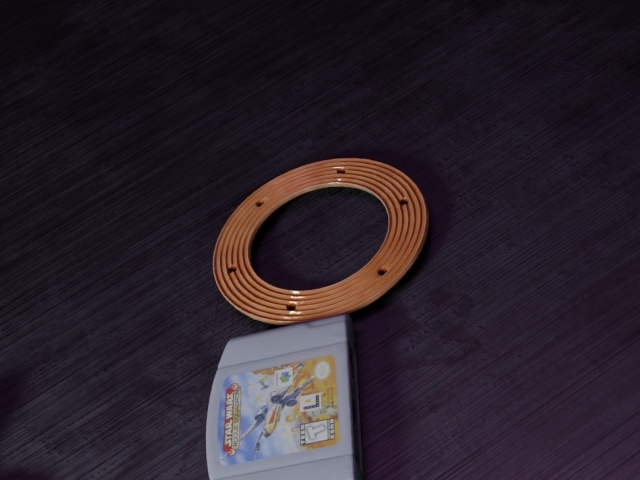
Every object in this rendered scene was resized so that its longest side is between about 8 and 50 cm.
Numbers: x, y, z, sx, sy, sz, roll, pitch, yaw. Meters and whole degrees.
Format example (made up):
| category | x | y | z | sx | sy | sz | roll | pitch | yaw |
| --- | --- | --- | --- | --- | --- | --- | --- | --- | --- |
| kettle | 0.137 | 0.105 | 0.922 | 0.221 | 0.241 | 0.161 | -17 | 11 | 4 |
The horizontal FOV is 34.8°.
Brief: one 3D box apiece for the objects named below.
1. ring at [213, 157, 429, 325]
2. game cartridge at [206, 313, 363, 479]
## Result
| category | x | y | z | sx | sy | sz | roll | pitch | yaw |
| --- | --- | --- | --- | --- | --- | --- | --- | --- | --- |
| ring | 0.000 | 0.000 | 1.537 | 0.337 | 0.032 | 0.336 | -13 | 43 | 12 |
| game cartridge | -0.048 | 0.230 | 1.313 | 0.198 | 0.062 | 0.297 | -10 | 44 | 8 |
